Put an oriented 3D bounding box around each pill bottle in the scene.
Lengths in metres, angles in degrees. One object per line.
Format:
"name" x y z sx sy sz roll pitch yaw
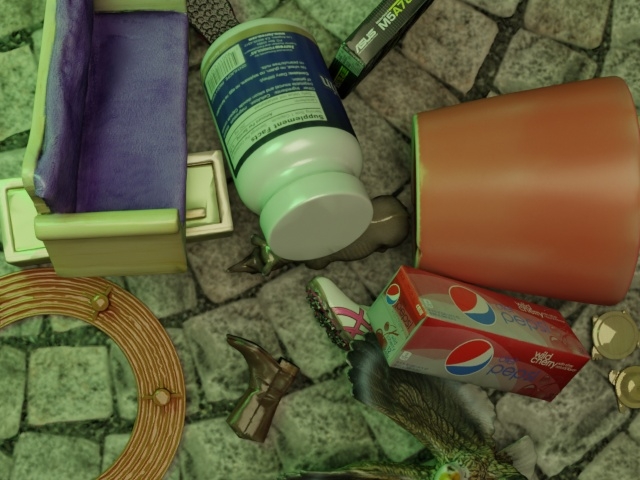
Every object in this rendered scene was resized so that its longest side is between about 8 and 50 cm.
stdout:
"pill bottle" -0.039 -0.118 1.196 0.153 0.153 0.264 -16 60 -7

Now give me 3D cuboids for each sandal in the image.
"sandal" -0.135 -0.280 1.309 0.067 0.040 0.179 -34 104 -2

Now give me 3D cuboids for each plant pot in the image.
"plant pot" 0.232 -0.057 1.226 0.243 0.275 0.275 -1 85 2

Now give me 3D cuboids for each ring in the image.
"ring" -0.334 0.199 1.249 0.337 0.032 0.336 1 85 -7

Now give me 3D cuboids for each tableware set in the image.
"tableware set" 0.435 0.145 1.339 0.169 0.020 0.141 -17 90 -8

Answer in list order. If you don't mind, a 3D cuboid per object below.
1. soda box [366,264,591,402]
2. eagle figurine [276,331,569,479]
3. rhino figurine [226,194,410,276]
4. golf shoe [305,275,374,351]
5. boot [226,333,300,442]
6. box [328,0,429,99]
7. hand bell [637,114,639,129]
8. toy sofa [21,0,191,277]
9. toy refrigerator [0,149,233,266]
"soda box" 0.190 0.114 1.213 0.263 0.092 0.083 15 122 -32
"eagle figurine" 0.133 0.262 1.214 0.298 0.225 0.226 27 57 14
"rhino figurine" 0.000 0.000 1.261 0.243 0.106 0.073 -16 87 -7
"golf shoe" 0.057 0.110 1.282 0.086 0.067 0.186 -42 100 -13
"boot" -0.095 0.186 1.275 0.106 0.037 0.114 29 88 -1
"box" 0.086 -0.267 1.250 0.045 0.191 0.184 40 83 -3
"hand bell" 0.454 -0.116 1.250 0.126 0.242 0.126 1 85 -7
"toy sofa" -0.225 -0.150 1.146 0.150 0.177 0.362 -2 58 -3
"toy refrigerator" -0.247 -0.038 1.246 0.270 0.094 0.102 -8 86 -7
